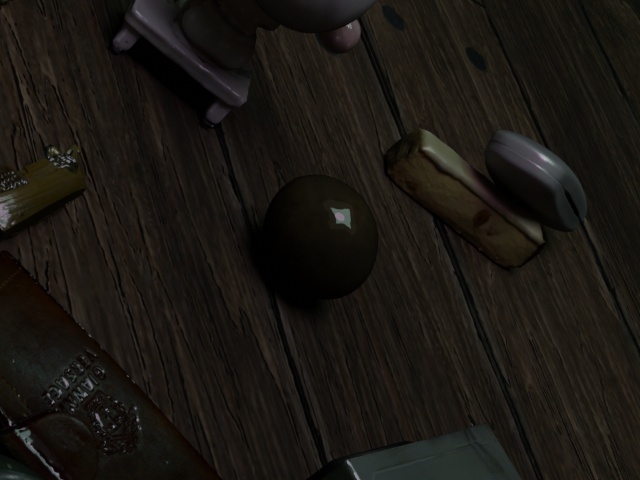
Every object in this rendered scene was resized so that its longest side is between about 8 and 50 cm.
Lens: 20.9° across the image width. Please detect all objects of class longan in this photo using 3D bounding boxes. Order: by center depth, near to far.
[{"bbox_3d":[0.000,0.000,1.475,0.106,0.106,0.119,62,-12,20],"label":"longan"}]

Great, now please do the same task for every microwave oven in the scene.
[{"bbox_3d":[0.065,0.234,1.250,0.205,0.129,0.163,-1,55,-56],"label":"microwave oven"}]

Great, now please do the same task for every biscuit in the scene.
[{"bbox_3d":[0.150,-0.043,1.771,0.188,0.056,0.052,35,33,-24],"label":"biscuit"}]

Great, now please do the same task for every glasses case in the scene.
[{"bbox_3d":[0.227,-0.060,1.823,0.092,0.059,0.233,34,-1,21],"label":"glasses case"}]

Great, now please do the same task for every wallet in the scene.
[{"bbox_3d":[-0.157,0.125,1.158,0.255,0.031,0.137,48,28,-6],"label":"wallet"}]

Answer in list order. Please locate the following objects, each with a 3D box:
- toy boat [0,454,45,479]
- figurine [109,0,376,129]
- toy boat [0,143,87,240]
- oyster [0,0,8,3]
[{"bbox_3d":[-0.242,0.157,0.950,0.261,0.078,0.085,6,35,-50],"label":"toy boat"},{"bbox_3d":[-0.046,-0.224,1.494,0.182,0.257,0.144,51,30,-3],"label":"figurine"},{"bbox_3d":[-0.212,-0.039,1.255,0.049,0.047,0.149,51,29,1],"label":"toy boat"},{"bbox_3d":[-0.280,-0.229,1.410,0.083,0.019,0.054,57,29,12],"label":"oyster"}]
